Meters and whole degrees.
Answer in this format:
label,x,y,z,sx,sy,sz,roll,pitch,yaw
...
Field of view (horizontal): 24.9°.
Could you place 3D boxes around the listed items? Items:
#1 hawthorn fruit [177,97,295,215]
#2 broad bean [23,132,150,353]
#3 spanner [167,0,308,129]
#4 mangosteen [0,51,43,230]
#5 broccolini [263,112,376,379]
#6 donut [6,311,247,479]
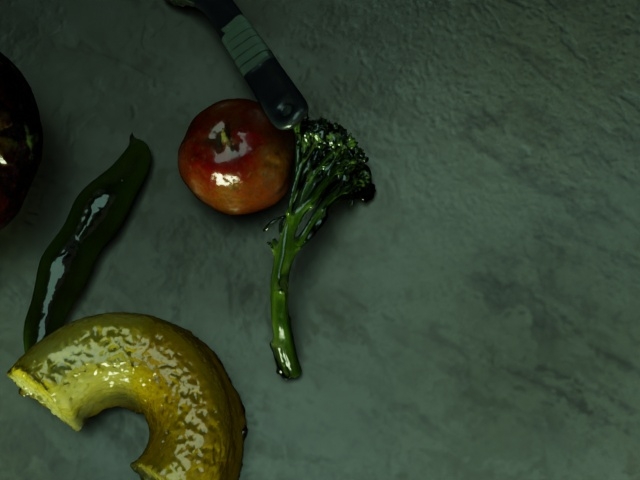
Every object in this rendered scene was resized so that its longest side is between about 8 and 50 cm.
label,x,y,z,sx,sy,sz,roll,pitch,yaw
hawthorn fruit,-0.091,-0.093,1.494,0.125,0.140,0.125,-22,49,27
broad bean,-0.258,0.017,1.517,0.060,0.043,0.297,26,79,-5
spanner,-0.093,-0.217,1.524,0.087,0.024,0.316,-35,52,6
mangosteen,-0.419,-0.110,1.504,0.289,0.231,0.231,18,73,49
broccolini,-0.002,0.008,1.485,0.123,0.062,0.271,8,91,-34
donut,-0.173,0.146,1.441,0.259,0.101,0.152,33,74,9
